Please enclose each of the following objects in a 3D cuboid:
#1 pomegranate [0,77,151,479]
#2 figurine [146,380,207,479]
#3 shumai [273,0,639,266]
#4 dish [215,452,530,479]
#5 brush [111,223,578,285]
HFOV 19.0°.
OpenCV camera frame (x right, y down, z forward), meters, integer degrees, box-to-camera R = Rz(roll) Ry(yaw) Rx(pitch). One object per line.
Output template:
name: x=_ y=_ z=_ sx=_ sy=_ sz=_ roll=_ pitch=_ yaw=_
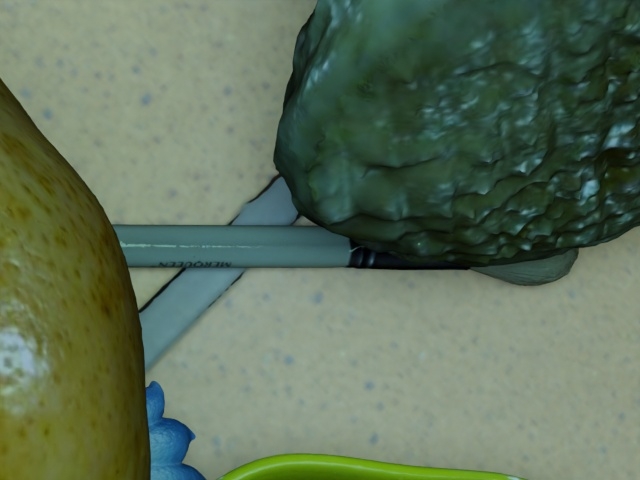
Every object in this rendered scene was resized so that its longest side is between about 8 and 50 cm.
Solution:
pomegranate: x=-0.250 y=0.078 z=0.720 sx=0.417 sy=0.416 sz=0.416 roll=4 pitch=78 yaw=-20
figurine: x=-0.102 y=0.114 z=0.923 sx=0.114 sy=0.079 sz=0.114 roll=-4 pitch=101 yaw=-22
shumai: x=0.112 y=-0.190 z=0.946 sx=0.397 sy=0.324 sz=0.323 roll=-23 pitch=63 yaw=-16
dish: x=0.021 y=0.215 z=0.928 sx=0.262 sy=0.108 sz=0.221 roll=-1 pitch=80 yaw=-19
brush: x=0.000 y=0.000 z=1.005 sx=0.299 sy=0.039 sz=0.042 roll=2 pitch=117 yaw=-18
